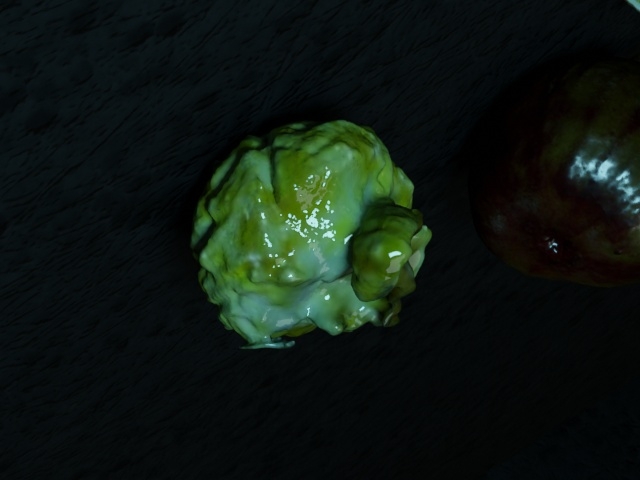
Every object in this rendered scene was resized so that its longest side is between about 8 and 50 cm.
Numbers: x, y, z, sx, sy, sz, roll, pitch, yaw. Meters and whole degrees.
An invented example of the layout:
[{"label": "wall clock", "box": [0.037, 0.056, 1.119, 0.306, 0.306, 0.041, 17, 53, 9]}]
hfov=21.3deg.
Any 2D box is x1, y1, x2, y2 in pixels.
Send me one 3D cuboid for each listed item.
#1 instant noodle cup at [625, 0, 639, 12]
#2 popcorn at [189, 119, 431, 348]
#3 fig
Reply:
[{"label": "instant noodle cup", "box": [0.336, -0.255, 1.299, 0.213, 0.213, 0.174, -16, 142, -45]}, {"label": "popcorn", "box": [0.000, 0.000, 1.284, 0.198, 0.212, 0.198, -23, 122, -43]}, {"label": "fig", "box": [0.278, -0.101, 1.579, 0.321, 0.217, 0.217, -51, 171, -37]}]
